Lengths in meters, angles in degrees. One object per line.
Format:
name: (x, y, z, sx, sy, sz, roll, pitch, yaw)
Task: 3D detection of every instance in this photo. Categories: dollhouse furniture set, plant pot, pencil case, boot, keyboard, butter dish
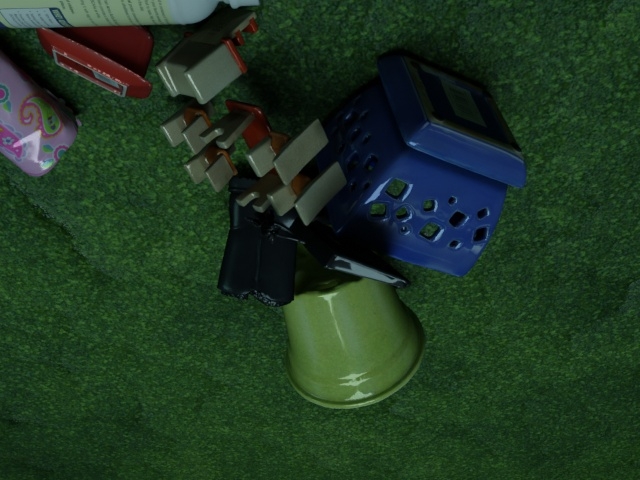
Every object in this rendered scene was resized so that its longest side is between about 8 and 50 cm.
dollhouse furniture set: (-0.101, -0.172, 1.193, 0.262, 0.135, 0.259, 21, 148, 44)
plant pot: (0.034, 0.119, 1.567, 0.276, 0.276, 0.254, -10, 131, 11)
pencil case: (-0.460, -0.213, 1.199, 0.124, 0.124, 0.284, -17, 141, 20)
boot: (-0.043, 0.005, 1.423, 0.246, 0.207, 0.094, 4, -176, 0)
keyboard: (0.000, 0.000, 1.214, 0.201, 0.317, 0.033, 15, 96, -13)
butter dish: (-0.278, -0.269, 1.133, 0.160, 0.118, 0.160, 27, 174, -14)
plant pot: (0.149, -0.118, 1.248, 0.236, 0.236, 0.212, 17, 127, -25)

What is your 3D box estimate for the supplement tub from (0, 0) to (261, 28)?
supplement tub: (-0.230, -0.349, 0.920, 0.324, 0.235, 0.235, -1, 143, -1)
